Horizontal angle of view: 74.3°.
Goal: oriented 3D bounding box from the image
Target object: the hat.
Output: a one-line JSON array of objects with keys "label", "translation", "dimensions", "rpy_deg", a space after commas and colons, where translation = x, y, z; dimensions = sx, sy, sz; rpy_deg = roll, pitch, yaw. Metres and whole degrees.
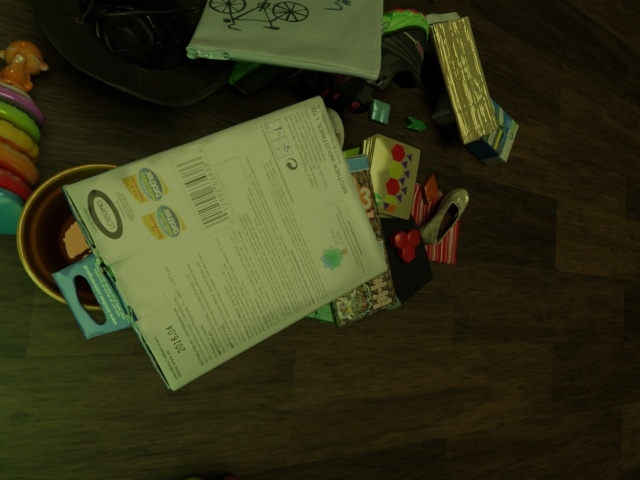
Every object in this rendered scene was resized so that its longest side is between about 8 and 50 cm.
[{"label": "hat", "translation": [-0.319, -0.350, 0.728], "dimensions": [0.331, 0.134, 0.331], "rpy_deg": [12, 66, -28]}]

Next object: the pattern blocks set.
[{"label": "pattern blocks set", "translation": [0.155, -0.135, 0.957], "dimensions": [0.285, 0.026, 0.325], "rpy_deg": [21, 83, -30]}]

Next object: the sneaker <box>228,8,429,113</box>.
[{"label": "sneaker", "translation": [0.043, -0.370, 0.913], "dimensions": [0.482, 0.185, 0.202], "rpy_deg": [-18, 112, -20]}]

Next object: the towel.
[{"label": "towel", "translation": [0.278, -0.051, 1.136], "dimensions": [0.274, 0.031, 0.199], "rpy_deg": [13, 83, -30]}]

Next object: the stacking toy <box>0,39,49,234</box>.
[{"label": "stacking toy", "translation": [-0.483, -0.172, 0.627], "dimensions": [0.175, 0.166, 0.302], "rpy_deg": [13, 70, -18]}]

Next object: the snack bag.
[{"label": "snack bag", "translation": [-0.039, -0.405, 0.751], "dimensions": [0.323, 0.037, 0.343], "rpy_deg": [6, 58, -3]}]

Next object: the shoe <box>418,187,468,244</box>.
[{"label": "shoe", "translation": [0.339, -0.062, 1.121], "dimensions": [0.219, 0.058, 0.077], "rpy_deg": [-45, 114, -23]}]

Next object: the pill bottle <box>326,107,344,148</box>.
[{"label": "pill bottle", "translation": [-0.054, -0.218, 0.893], "dimensions": [0.186, 0.112, 0.112], "rpy_deg": [-14, 96, -31]}]

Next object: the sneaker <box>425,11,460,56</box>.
[{"label": "sneaker", "translation": [0.301, -0.543, 1.128], "dimensions": [0.258, 0.094, 0.091], "rpy_deg": [-28, 98, -29]}]

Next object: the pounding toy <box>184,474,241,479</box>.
[{"label": "pounding toy", "translation": [-0.225, 0.507, 0.788], "dimensions": [0.236, 0.110, 0.183], "rpy_deg": [-32, 119, 2]}]

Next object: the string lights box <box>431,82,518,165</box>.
[{"label": "string lights box", "translation": [0.450, -0.344, 1.221], "dimensions": [0.259, 0.076, 0.133], "rpy_deg": [30, 75, -27]}]

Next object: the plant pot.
[{"label": "plant pot", "translation": [-0.344, -0.002, 0.667], "dimensions": [0.205, 0.188, 0.205], "rpy_deg": [1, 87, -30]}]

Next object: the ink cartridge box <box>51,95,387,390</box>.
[{"label": "ink cartridge box", "translation": [-0.141, 0.002, 0.574], "dimensions": [0.395, 0.151, 0.270], "rpy_deg": [-27, 101, -22]}]

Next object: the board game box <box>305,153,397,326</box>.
[{"label": "board game box", "translation": [0.000, 0.000, 0.849], "dimensions": [0.141, 0.232, 0.291], "rpy_deg": [-16, 97, -31]}]

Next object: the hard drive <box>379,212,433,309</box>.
[{"label": "hard drive", "translation": [0.180, 0.024, 1.024], "dimensions": [0.172, 0.054, 0.255], "rpy_deg": [-32, 107, -27]}]

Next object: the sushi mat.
[{"label": "sushi mat", "translation": [0.388, -0.423, 1.125], "dimensions": [0.151, 0.019, 0.317], "rpy_deg": [-29, 106, -28]}]
